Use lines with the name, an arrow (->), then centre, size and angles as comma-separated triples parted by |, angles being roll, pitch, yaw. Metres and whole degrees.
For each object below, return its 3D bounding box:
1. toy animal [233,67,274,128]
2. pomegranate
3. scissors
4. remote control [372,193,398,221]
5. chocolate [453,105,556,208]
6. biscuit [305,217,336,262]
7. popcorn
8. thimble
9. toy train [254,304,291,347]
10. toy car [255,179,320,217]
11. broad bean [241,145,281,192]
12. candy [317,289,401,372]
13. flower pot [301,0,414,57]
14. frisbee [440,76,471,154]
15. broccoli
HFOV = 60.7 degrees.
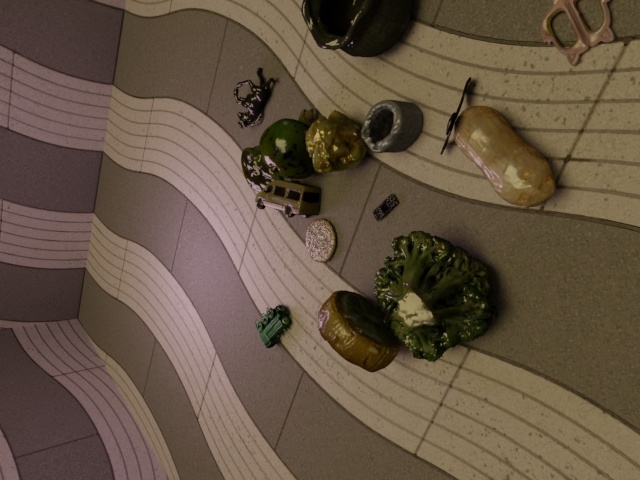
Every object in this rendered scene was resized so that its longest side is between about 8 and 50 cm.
toy animal -> -0.243, -0.528, 2.026 | 0.148, 0.084, 0.232 | 49, 122, 12
pomegranate -> -0.084, -0.316, 1.787 | 0.211, 0.211, 0.263 | 9, 60, 47
scissors -> 0.534, -0.544, 1.199 | 0.160, 0.024, 0.317 | -32, 70, 46
remote control -> 0.193, -0.097, 1.615 | 0.096, 0.014, 0.039 | -46, 60, 38
chocolate -> 0.424, -0.195, 1.275 | 0.134, 0.134, 0.309 | -57, 51, 34
biscuit -> 0.000, 0.000, 1.829 | 0.152, 0.020, 0.152 | 2, 93, 48
popcorn -> 0.044, -0.287, 1.645 | 0.187, 0.186, 0.167 | 52, 146, 21
thimble -> 0.196, -0.317, 1.519 | 0.127, 0.118, 0.151 | 56, 130, 25
toy train -> -0.171, 0.310, 2.009 | 0.111, 0.071, 0.170 | 55, 129, 18
toy car -> -0.116, -0.152, 1.886 | 0.257, 0.101, 0.124 | 18, 101, 44
broad bean -> -0.224, -0.258, 2.016 | 0.206, 0.072, 0.153 | 56, 136, 27
candy -> 0.111, 0.252, 1.557 | 0.118, 0.260, 0.260 | -54, 54, 20
flower pot -> 0.101, -0.668, 1.523 | 0.302, 0.213, 0.301 | 6, 98, 47
frisbee -> 0.329, -0.289, 1.374 | 0.012, 0.211, 0.187 | 21, 138, 11
broccoli -> 0.263, 0.147, 1.366 | 0.321, 0.283, 0.303 | 43, 114, 15
